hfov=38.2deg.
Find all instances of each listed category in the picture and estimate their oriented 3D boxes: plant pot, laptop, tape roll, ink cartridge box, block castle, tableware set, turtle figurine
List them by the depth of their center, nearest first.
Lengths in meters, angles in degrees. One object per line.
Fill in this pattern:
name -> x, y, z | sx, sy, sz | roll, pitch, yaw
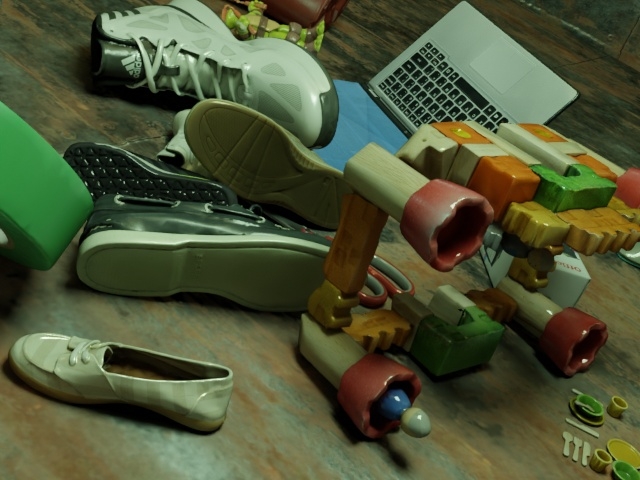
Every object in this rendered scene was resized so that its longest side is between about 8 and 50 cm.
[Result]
tape roll -> -0.375, -0.091, 0.887 | 0.321, 0.321, 0.077 | 29, 72, 9
block castle -> 0.217, 0.042, 1.077 | 0.453, 0.302, 0.213 | -6, 34, -41
tableware set -> 0.352, 0.236, 1.132 | 0.104, 0.024, 0.154 | 28, 29, 7
ink cartridge box -> 0.319, 0.022, 1.407 | 0.128, 0.072, 0.175 | 16, 30, -14
laptop -> 0.157, -0.279, 1.633 | 0.236, 0.408, 0.382 | 43, 10, -46
turtle figurine -> -0.106, -0.401, 1.778 | 0.218, 0.087, 0.269 | 14, 22, -5
plant pot -> -0.066, -0.582, 1.952 | 0.265, 0.272, 0.272 | 35, 31, 5

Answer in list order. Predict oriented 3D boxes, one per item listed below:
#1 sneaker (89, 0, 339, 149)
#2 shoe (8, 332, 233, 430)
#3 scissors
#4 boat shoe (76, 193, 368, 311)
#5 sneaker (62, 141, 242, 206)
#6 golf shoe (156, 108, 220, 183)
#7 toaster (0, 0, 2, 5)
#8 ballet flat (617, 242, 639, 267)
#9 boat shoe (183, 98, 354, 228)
sneaker -> -0.196, -0.240, 1.419 | 0.258, 0.169, 0.448 | -20, 42, -42
shoe -> -0.190, 0.124, 0.898 | 0.219, 0.058, 0.076 | 17, 30, -11
scissors -> 0.000, 0.000, 1.278 | 0.297, 0.021, 0.109 | 38, 35, 25
boat shoe -> -0.111, 0.005, 1.082 | 0.340, 0.127, 0.113 | 2, 47, -17
sneaker -> -0.217, -0.063, 1.192 | 0.235, 0.084, 0.097 | 19, 6, -10
golf shoe -> -0.195, -0.134, 1.312 | 0.086, 0.069, 0.176 | -4, 36, -26
toaster -> -0.531, -0.290, 1.243 | 0.129, 0.146, 0.227 | 35, 32, 18
ballet flat -> 0.625, 0.031, 1.611 | 0.213, 0.068, 0.072 | 21, 29, -4
boat shoe -> -0.073, -0.110, 1.276 | 0.302, 0.109, 0.098 | 26, 9, -38
